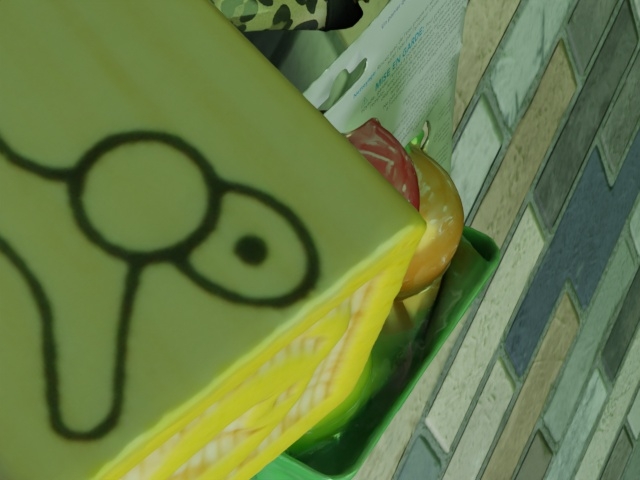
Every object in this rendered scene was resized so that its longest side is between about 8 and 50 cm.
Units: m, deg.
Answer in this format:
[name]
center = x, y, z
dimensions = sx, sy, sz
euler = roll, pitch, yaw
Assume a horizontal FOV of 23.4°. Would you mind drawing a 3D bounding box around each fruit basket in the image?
[fruit basket]
center = 0.000, 0.000, 1.006
dimensions = 0.327, 0.165, 0.353
euler = -52, 153, -33

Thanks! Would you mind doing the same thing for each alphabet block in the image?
[alphabet block]
center = -0.102, 0.015, 0.633
dimensions = 0.192, 0.197, 0.193
euler = -37, 165, -21

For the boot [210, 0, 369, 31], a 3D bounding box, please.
[boot]
center = 0.004, -0.279, 0.929
dimensions = 0.377, 0.138, 0.284
euler = -18, 119, -52
